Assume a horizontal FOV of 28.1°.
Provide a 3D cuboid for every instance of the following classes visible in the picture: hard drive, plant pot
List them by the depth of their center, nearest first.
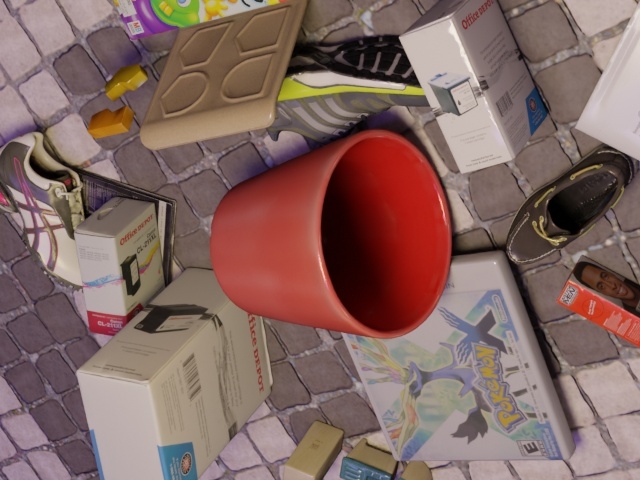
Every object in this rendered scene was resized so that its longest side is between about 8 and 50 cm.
[{"bbox_3d":[0.489,-0.149,1.505,0.319,0.040,0.210,29,127,10],"label":"hard drive"},{"bbox_3d":[0.000,0.000,1.715,0.243,0.275,0.274,-6,115,42],"label":"plant pot"}]

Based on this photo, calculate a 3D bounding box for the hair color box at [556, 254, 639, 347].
[{"bbox_3d":[0.388,0.083,1.673,0.141,0.072,0.043,28,127,9],"label":"hair color box"}]

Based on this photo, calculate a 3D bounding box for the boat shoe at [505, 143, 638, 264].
[{"bbox_3d":[0.311,-0.038,1.643,0.081,0.068,0.227,42,128,0],"label":"boat shoe"}]

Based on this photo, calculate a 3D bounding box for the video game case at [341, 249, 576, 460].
[{"bbox_3d":[0.180,0.176,1.836,0.300,0.036,0.329,-8,114,37],"label":"video game case"}]

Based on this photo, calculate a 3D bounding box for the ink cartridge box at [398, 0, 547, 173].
[{"bbox_3d":[0.190,-0.200,1.565,0.082,0.139,0.190,-17,108,35],"label":"ink cartridge box"}]

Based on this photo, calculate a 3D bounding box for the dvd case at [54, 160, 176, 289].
[{"bbox_3d":[-0.330,-0.022,2.009,0.221,0.018,0.164,19,123,17],"label":"dvd case"}]

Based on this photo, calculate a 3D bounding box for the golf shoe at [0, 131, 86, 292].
[{"bbox_3d":[-0.407,-0.038,1.967,0.120,0.105,0.273,-34,98,29],"label":"golf shoe"}]

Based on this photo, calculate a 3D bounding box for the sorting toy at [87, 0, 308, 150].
[{"bbox_3d":[-0.163,-0.220,1.703,0.307,0.229,0.041,-8,144,31],"label":"sorting toy"}]

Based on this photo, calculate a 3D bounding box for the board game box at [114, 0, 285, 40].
[{"bbox_3d":[-0.125,-0.367,1.625,0.275,0.144,0.142,-8,114,31],"label":"board game box"}]

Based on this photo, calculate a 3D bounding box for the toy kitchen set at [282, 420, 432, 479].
[{"bbox_3d":[0.053,0.411,2.001,0.207,0.122,0.166,18,124,17],"label":"toy kitchen set"}]

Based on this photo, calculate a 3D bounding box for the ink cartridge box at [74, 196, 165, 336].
[{"bbox_3d":[-0.301,0.040,1.937,0.072,0.127,0.175,8,120,21],"label":"ink cartridge box"}]

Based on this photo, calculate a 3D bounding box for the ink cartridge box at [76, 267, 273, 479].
[{"bbox_3d":[-0.208,0.211,1.901,0.129,0.307,0.223,7,121,26],"label":"ink cartridge box"}]

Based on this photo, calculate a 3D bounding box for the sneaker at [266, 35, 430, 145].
[{"bbox_3d":[0.037,-0.191,1.685,0.300,0.111,0.121,3,131,30],"label":"sneaker"}]
